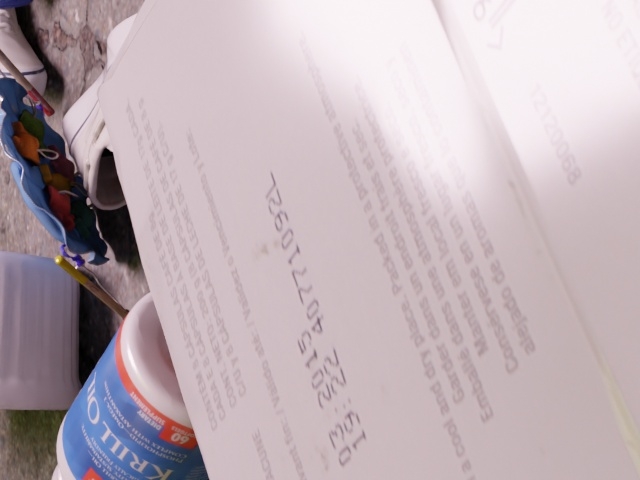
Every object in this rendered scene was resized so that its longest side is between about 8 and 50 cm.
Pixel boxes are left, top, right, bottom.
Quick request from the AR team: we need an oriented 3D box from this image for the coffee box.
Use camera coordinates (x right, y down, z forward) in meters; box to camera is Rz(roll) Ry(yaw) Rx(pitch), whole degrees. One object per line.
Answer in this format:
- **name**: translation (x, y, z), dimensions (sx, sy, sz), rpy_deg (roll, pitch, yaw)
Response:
- **coffee box**: translation (0.174, -0.009, 0.456), dimensions (0.338, 0.334, 0.337), rpy_deg (-49, 52, 48)

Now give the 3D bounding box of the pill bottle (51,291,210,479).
- **pill bottle**: translation (-0.126, 0.141, 1.117), dimensions (0.221, 0.124, 0.124), rpy_deg (-55, 47, 43)

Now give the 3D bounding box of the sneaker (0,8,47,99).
- **sneaker**: translation (-0.336, -0.213, 1.456), dimensions (0.258, 0.094, 0.091), rpy_deg (41, 129, 50)

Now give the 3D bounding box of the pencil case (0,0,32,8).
- **pencil case**: translation (-0.267, -0.353, 1.320), dimensions (0.133, 0.119, 0.306), rpy_deg (47, 133, 15)

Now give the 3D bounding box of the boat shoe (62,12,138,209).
- **boat shoe**: translation (-0.134, -0.099, 1.151), dimensions (0.267, 0.096, 0.088), rpy_deg (-35, 66, 53)

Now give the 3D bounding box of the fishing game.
- **fishing game**: translation (-0.225, -0.064, 1.263), dimensions (0.041, 0.189, 0.264), rpy_deg (-28, 55, 5)

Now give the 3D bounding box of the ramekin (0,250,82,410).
- **ramekin**: translation (-0.346, 0.076, 1.328), dimensions (0.277, 0.277, 0.135), rpy_deg (-2, 82, 57)
